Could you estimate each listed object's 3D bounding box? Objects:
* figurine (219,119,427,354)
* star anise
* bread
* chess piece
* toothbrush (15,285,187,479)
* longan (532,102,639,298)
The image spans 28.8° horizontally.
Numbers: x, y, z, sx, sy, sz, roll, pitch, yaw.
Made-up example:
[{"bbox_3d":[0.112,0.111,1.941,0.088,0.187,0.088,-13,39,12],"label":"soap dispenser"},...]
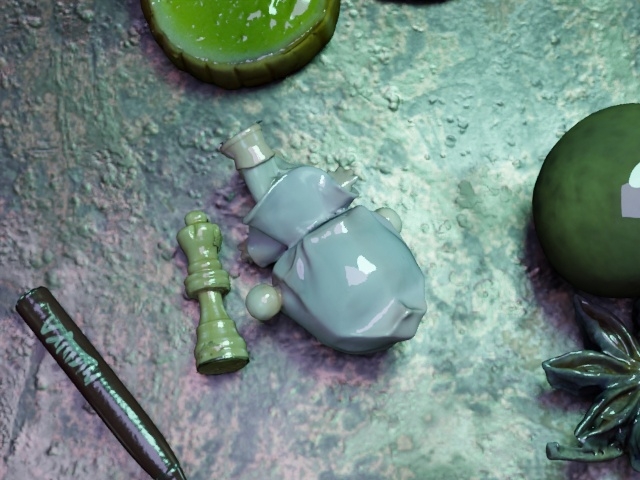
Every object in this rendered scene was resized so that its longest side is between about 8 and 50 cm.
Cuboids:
[{"bbox_3d":[0.001,0.000,1.269,0.200,0.133,0.276,-33,78,-26],"label":"figurine"},{"bbox_3d":[0.319,0.153,1.254,0.262,0.081,0.230,-36,78,-21],"label":"star anise"},{"bbox_3d":[-0.092,-0.282,1.372,0.236,0.070,0.236,-1,78,6],"label":"bread"},{"bbox_3d":[-0.116,0.050,1.295,0.060,0.060,0.172,-10,71,-3],"label":"chess piece"},{"bbox_3d":[-0.190,0.190,1.265,0.041,0.041,0.364,-39,78,-10],"label":"toothbrush"},{"bbox_3d":[0.318,-0.042,1.256,0.220,0.196,0.196,-37,78,-4],"label":"longan"}]
